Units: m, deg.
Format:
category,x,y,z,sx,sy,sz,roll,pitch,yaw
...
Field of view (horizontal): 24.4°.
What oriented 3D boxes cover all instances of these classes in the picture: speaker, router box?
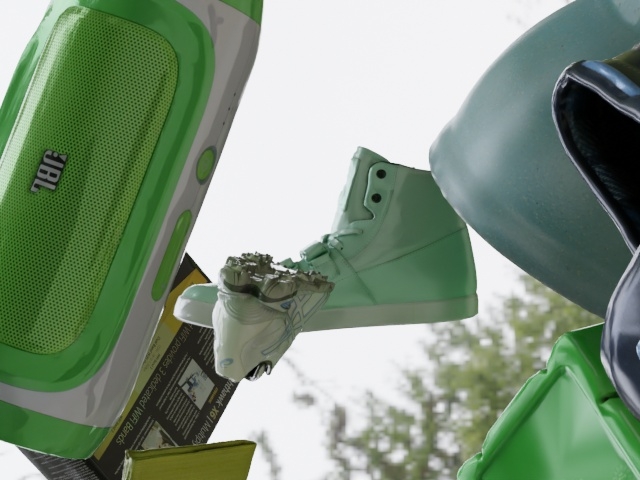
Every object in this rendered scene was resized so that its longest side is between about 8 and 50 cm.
category,x,y,z,sx,sy,sz,roll,pitch,yaw
speaker,-0.134,-0.029,0.870,0.131,0.131,0.297,22,-93,-44
router box,-0.214,0.133,1.608,0.243,0.081,0.309,52,-141,-20

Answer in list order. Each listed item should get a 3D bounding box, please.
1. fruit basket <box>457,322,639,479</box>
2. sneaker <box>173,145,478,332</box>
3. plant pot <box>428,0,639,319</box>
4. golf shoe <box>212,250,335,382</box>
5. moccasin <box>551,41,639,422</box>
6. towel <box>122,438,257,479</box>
category,x,y,z,sx,sy,sz,roll,pitch,yaw
fruit basket,0.344,0.223,1.103,0.392,0.283,0.392,23,-149,-15
sneaker,0.000,0.000,1.234,0.255,0.094,0.151,-5,-89,-9
plant pot,0.254,-0.082,1.091,0.293,0.293,0.196,-2,-51,-48
golf shoe,-0.042,0.055,1.054,0.176,0.069,0.086,-6,-67,-74
moccasin,0.143,0.040,0.470,0.342,0.116,0.138,-94,2,-62
towel,-0.111,0.240,0.974,0.102,0.021,0.237,-1,-67,-43
